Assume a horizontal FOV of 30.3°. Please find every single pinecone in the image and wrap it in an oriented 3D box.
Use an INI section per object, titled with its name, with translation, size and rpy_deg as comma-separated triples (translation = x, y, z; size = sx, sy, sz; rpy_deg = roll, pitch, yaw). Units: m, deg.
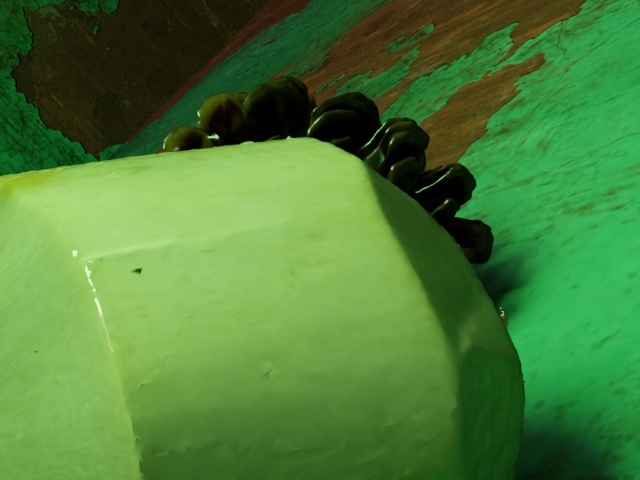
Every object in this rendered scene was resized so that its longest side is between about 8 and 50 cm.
[pinecone]
translation = 0.003, 0.000, 0.902
size = 0.246, 0.246, 0.292
rpy_deg = -47, 34, -22

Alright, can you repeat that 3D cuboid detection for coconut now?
[coconut]
translation = -0.068, 0.096, 0.593
size = 0.323, 0.323, 0.323
rpy_deg = -36, 17, 13
